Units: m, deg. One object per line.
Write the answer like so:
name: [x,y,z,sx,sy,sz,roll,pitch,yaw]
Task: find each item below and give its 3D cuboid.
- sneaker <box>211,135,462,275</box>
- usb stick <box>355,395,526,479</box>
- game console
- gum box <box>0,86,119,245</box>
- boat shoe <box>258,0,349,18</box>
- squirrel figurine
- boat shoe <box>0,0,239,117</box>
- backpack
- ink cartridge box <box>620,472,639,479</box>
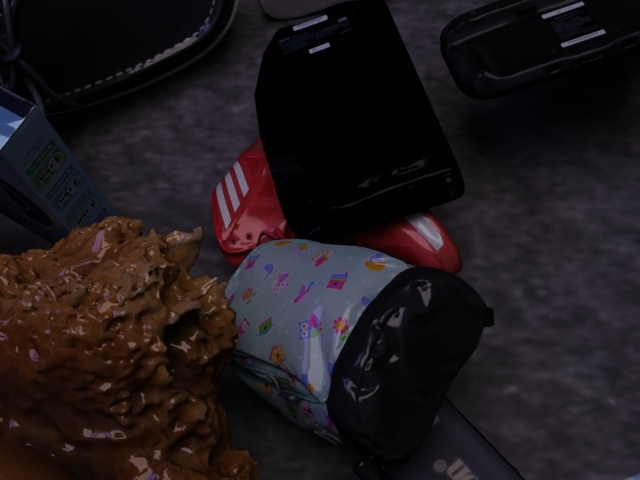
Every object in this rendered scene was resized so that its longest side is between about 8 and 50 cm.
sneaker: [0.000,0.000,0.802,0.221,0.087,0.128,35,76,34]
usb stick: [0.122,0.197,0.653,0.077,0.045,0.278,-42,51,-4]
game console: [0.124,-0.134,0.779,0.361,0.044,0.213,-19,52,4]
gum box: [-0.229,-0.061,0.685,0.157,0.184,0.041,28,73,19]
boat shoe: [0.027,-0.267,0.957,0.184,0.066,0.063,-17,61,6]
squirrel figurine: [-0.237,0.134,0.607,0.397,0.281,0.370,-26,75,-30]
boat shoe: [-0.286,-0.167,0.796,0.500,0.187,0.156,-13,30,-26]
backpack: [0.010,0.067,0.704,0.182,0.115,0.152,10,53,49]
ink cartridge box: [0.231,0.207,0.671,0.122,0.052,0.089,-17,60,-6]
